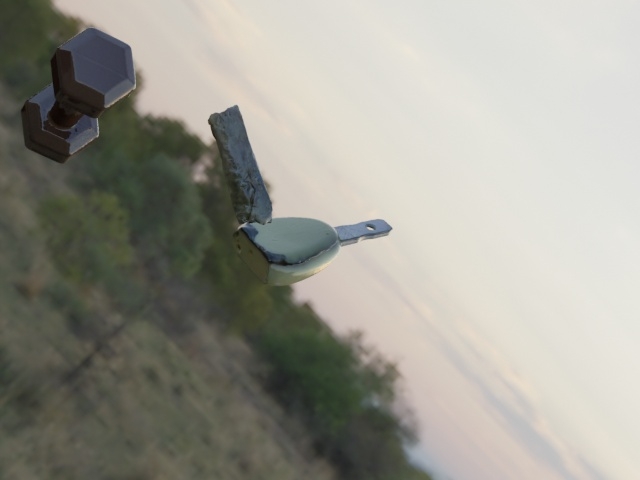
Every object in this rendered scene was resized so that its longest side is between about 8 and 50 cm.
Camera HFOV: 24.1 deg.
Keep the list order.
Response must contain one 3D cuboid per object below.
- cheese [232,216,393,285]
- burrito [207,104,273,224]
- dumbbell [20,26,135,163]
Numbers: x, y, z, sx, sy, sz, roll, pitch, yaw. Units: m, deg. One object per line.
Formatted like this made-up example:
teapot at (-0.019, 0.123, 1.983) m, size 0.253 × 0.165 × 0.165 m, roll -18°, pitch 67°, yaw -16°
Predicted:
cheese at (0.000, 0.000, 2.206) m, size 0.127 × 0.251 × 0.054 m, roll 46°, pitch -45°, yaw 39°
burrito at (-0.109, -0.100, 2.048) m, size 0.042 × 0.051 × 0.171 m, roll 156°, pitch -82°, yaw -77°
dumbbell at (-0.268, -0.154, 1.640) m, size 0.092 × 0.082 × 0.231 m, roll 27°, pitch -21°, yaw -14°
